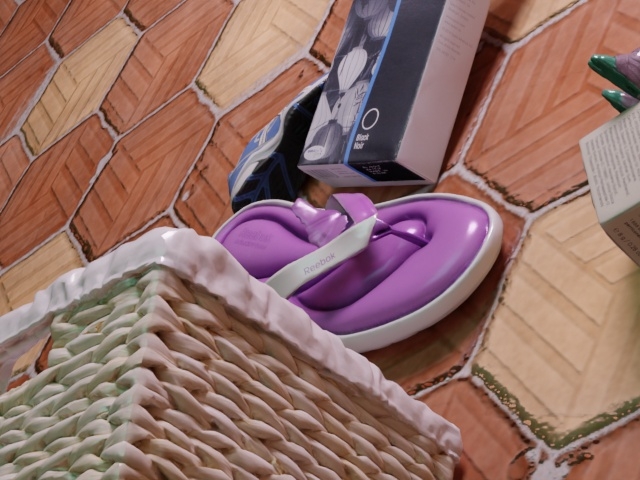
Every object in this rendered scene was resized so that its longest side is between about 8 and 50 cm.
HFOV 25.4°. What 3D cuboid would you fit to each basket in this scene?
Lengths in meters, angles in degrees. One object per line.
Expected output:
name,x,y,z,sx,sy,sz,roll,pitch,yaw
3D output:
basket,-0.121,0.219,1.034,0.328,0.331,0.266,-28,38,34

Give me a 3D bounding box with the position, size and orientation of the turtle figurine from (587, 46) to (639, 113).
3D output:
turtle figurine,0.310,-0.203,1.117,0.234,0.175,0.118,-53,45,-2

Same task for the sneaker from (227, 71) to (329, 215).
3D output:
sneaker,-0.030,-0.116,1.541,0.211,0.080,0.081,-46,32,6

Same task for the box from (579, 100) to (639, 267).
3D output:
box,0.328,-0.088,1.017,0.275,0.094,0.113,-33,34,26

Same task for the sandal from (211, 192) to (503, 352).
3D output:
sandal,-0.006,0.013,1.339,0.416,0.102,0.169,-2,54,52

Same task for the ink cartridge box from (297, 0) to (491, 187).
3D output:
ink cartridge box,0.093,-0.216,1.444,0.165,0.065,0.332,-1,66,54
